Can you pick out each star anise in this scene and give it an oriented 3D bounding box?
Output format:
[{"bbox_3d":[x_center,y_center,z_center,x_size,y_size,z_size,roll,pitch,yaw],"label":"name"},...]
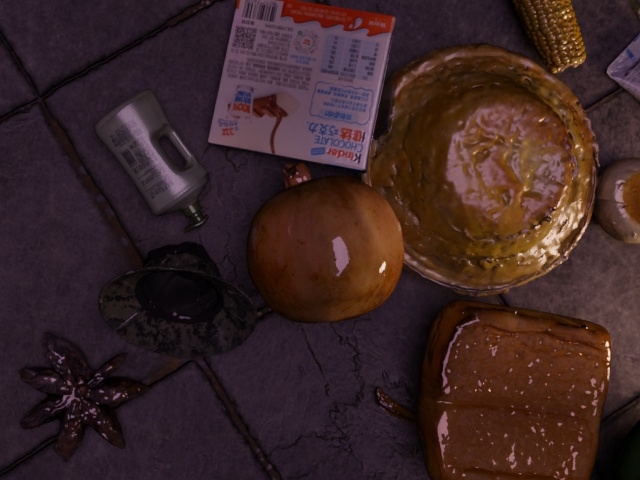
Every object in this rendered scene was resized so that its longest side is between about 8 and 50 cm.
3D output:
[{"bbox_3d":[-0.398,0.265,1.649,0.212,0.073,0.197,15,85,-6],"label":"star anise"}]

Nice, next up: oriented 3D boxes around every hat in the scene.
[{"bbox_3d":[-0.230,0.074,1.642,0.265,0.265,0.128,2,53,-9],"label":"hat"}]

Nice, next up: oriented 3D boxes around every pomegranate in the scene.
[{"bbox_3d":[0.000,0.000,1.625,0.252,0.229,0.270,-14,87,32],"label":"pomegranate"}]

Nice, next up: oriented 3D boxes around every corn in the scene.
[{"bbox_3d":[0.376,-0.442,1.760,0.101,0.101,0.310,-27,99,-8],"label":"corn"}]

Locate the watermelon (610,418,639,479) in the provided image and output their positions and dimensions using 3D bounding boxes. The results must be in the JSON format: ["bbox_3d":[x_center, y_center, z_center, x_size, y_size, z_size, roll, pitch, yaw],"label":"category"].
[{"bbox_3d":[0.652,0.431,1.683,0.363,0.363,0.363,0,90,-9],"label":"watermelon"}]

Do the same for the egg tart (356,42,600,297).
[{"bbox_3d":[0.278,-0.121,1.701,0.443,0.178,0.443,0,89,-8],"label":"egg tart"}]

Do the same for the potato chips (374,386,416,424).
[{"bbox_3d":[0.183,0.310,1.763,0.204,0.026,0.037,23,73,-7],"label":"potato chips"}]

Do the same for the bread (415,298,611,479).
[{"bbox_3d":[0.317,0.275,1.716,0.337,0.148,0.328,8,87,-16],"label":"bread"}]

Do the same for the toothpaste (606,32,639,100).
[{"bbox_3d":[0.657,-0.243,1.822,0.299,0.073,0.114,44,84,1],"label":"toothpaste"}]

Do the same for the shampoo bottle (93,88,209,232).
[{"bbox_3d":[-0.262,-0.122,1.665,0.118,0.087,0.234,-35,95,-7],"label":"shampoo bottle"}]

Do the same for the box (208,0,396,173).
[{"bbox_3d":[-0.031,-0.264,1.684,0.273,0.048,0.265,12,86,7],"label":"box"}]

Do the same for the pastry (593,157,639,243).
[{"bbox_3d":[0.558,-0.071,1.790,0.156,0.092,0.156,0,93,-10],"label":"pastry"}]
